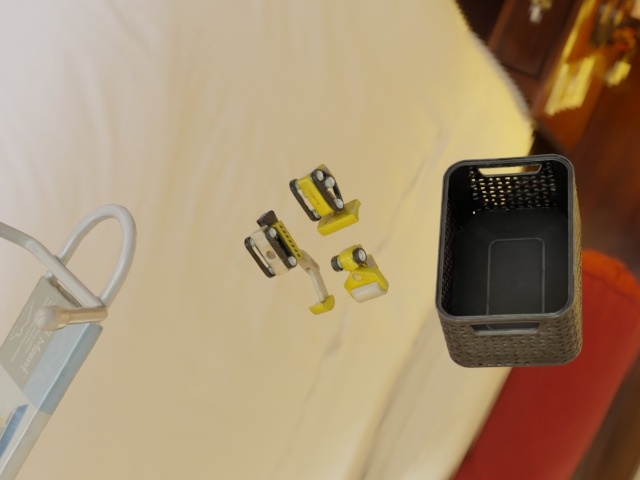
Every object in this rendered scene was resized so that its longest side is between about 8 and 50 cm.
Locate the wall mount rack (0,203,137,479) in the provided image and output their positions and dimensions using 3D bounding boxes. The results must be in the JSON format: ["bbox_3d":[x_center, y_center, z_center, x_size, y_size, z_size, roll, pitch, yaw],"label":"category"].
[{"bbox_3d":[-0.265,0.118,1.083,0.130,0.304,0.350,29,92,-34],"label":"wall mount rack"}]

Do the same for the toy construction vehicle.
[{"bbox_3d":[0.000,0.000,0.918,0.086,0.098,0.035,-25,-162,36],"label":"toy construction vehicle"}]

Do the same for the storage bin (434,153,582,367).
[{"bbox_3d":[0.174,0.018,1.258,0.084,0.122,0.180,69,23,-52],"label":"storage bin"}]
